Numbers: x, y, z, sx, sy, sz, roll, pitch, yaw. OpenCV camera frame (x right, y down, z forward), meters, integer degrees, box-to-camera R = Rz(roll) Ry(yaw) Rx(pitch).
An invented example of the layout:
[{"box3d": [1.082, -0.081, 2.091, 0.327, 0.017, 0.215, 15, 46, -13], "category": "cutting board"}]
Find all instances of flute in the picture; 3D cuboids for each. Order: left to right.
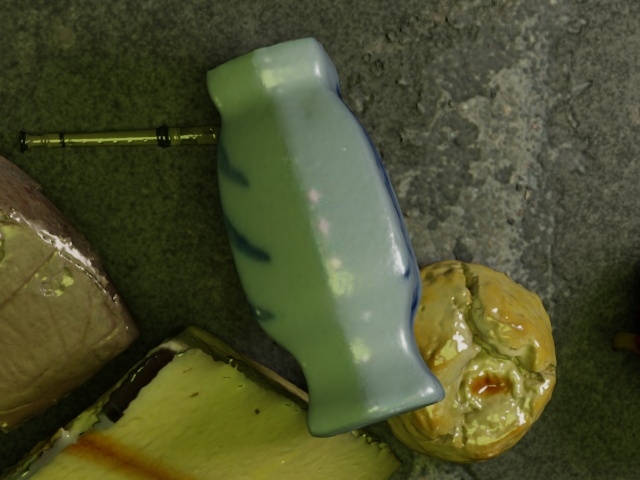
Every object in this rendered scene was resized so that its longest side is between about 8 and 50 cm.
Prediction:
[{"box3d": [-0.216, -0.113, 1.772, 0.233, 0.027, 0.027, -2, 99, -12], "category": "flute"}]

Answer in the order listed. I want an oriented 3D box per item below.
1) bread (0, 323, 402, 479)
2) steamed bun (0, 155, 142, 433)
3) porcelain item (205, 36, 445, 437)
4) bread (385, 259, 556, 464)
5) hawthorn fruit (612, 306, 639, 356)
[{"box3d": [-0.142, 0.285, 1.753, 0.405, 0.242, 0.346, 39, 91, -11], "category": "bread"}, {"box3d": [-0.358, 0.038, 1.679, 0.251, 0.199, 0.301, -35, 126, 8], "category": "steamed bun"}, {"box3d": [0.000, 0.000, 1.701, 0.178, 0.242, 0.405, -20, 82, 5], "category": "porcelain item"}, {"box3d": [0.165, 0.144, 1.837, 0.244, 0.134, 0.244, -2, 99, -15], "category": "bread"}, {"box3d": [0.496, 0.108, 1.851, 0.307, 0.265, 0.265, 3, 98, 10], "category": "hawthorn fruit"}]
